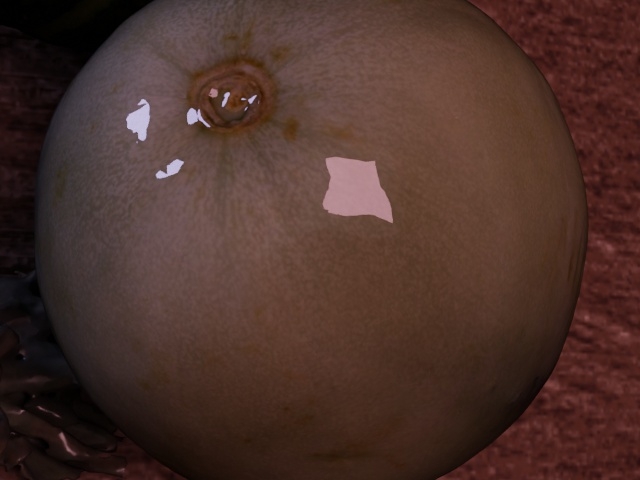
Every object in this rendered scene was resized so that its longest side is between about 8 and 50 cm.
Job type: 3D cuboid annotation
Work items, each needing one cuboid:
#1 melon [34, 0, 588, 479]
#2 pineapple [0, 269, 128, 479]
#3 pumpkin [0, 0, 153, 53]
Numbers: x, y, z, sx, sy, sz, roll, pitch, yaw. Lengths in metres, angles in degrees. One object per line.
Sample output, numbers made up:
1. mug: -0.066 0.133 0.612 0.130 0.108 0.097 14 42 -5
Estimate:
1. melon: -0.004 -0.002 0.881 0.308 0.271 0.272 -8 87 -62
2. pineapple: -0.236 0.066 0.867 0.361 0.175 0.175 -12 89 -43
3. pumpkin: -0.102 -0.238 0.967 0.300 0.207 0.300 -7 100 -40
